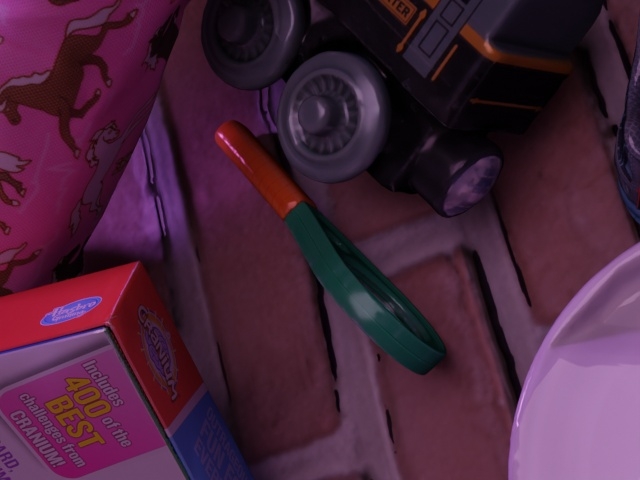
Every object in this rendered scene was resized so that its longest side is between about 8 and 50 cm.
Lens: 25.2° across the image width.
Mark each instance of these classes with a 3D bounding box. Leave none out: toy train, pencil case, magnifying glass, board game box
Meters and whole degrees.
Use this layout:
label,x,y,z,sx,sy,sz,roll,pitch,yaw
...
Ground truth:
label,x,y,z,sx,sy,sz,roll,pitch,yaw
toy train,0.017,-0.170,0.878,0.334,0.142,0.190,49,116,27
pencil case,-0.171,-0.075,0.852,0.386,0.160,0.167,-65,31,33
magnifying glass,0.000,0.000,0.899,0.026,0.092,0.231,-46,54,10
board game box,-0.204,0.159,0.860,0.316,0.242,0.064,-14,29,18

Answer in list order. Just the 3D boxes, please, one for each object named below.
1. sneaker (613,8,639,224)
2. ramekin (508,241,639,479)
label,x,y,z,sx,sy,sz,roll,pitch,yaw
sneaker,0.239,-0.132,0.804,0.104,0.125,0.262,16,83,25
ramekin,0.242,0.124,0.736,0.273,0.127,0.273,-6,75,21
